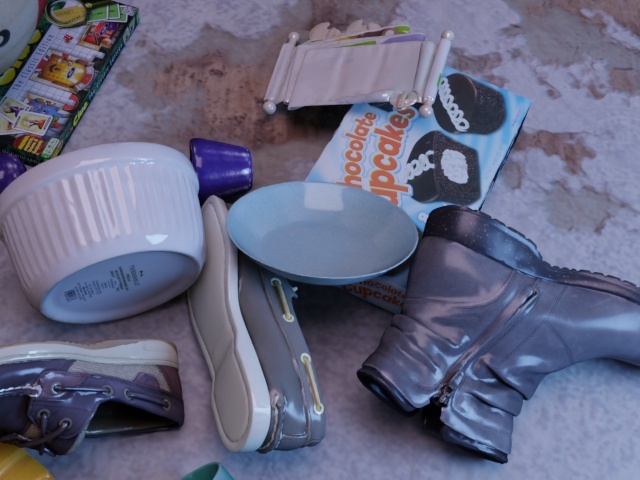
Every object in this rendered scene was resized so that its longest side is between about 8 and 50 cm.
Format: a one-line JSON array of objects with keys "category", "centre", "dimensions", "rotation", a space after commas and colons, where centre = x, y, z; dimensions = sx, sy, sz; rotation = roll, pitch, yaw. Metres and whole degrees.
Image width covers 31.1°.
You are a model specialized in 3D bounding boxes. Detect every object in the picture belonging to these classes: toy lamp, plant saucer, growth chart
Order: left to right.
[{"category": "toy lamp", "centre": [-0.213, -0.071, 1.266], "dimensions": [0.275, 0.080, 0.080], "rotation": [-4, 56, -10]}, {"category": "plant saucer", "centre": [0.000, 0.000, 1.162], "dimensions": [0.195, 0.037, 0.195], "rotation": [5, 30, -3]}, {"category": "growth chart", "centre": [0.043, -0.206, 1.361], "dimensions": [0.237, 0.021, 0.172], "rotation": [3, 48, 27]}]

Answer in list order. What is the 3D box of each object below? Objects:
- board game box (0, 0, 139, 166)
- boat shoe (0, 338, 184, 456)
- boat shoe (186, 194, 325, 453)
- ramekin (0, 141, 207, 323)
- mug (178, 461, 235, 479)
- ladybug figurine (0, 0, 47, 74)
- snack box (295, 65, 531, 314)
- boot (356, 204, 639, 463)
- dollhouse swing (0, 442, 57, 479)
[{"category": "board game box", "centre": [-0.329, -0.204, 1.375], "dimensions": [0.136, 0.030, 0.259], "rotation": [16, 55, 7]}, {"category": "boat shoe", "centre": [-0.240, 0.150, 1.053], "dimensions": [0.285, 0.103, 0.092], "rotation": [-1, 58, -46]}, {"category": "boat shoe", "centre": [-0.069, 0.081, 1.166], "dimensions": [0.091, 0.109, 0.305], "rotation": [8, 45, -27]}, {"category": "ramekin", "centre": [-0.211, 0.001, 1.148], "dimensions": [0.207, 0.207, 0.109], "rotation": [-13, 69, -15]}, {"category": "mug", "centre": [-0.101, 0.266, 1.017], "dimensions": [0.097, 0.129, 0.158], "rotation": [53, 51, -6]}, {"category": "ladybug figurine", "centre": [-0.412, -0.339, 1.331], "dimensions": [0.162, 0.305, 0.449], "rotation": [31, 39, -37]}, {"category": "snack box", "centre": [0.097, -0.073, 1.313], "dimensions": [0.187, 0.060, 0.322], "rotation": [24, 57, 10]}, {"category": "boot", "centre": [0.215, 0.130, 1.169], "dimensions": [0.338, 0.118, 0.222], "rotation": [24, 73, -4]}, {"category": "dollhouse swing", "centre": [-0.369, 0.222, 0.913], "dimensions": [0.347, 0.305, 0.315], "rotation": [37, 60, 19]}]
